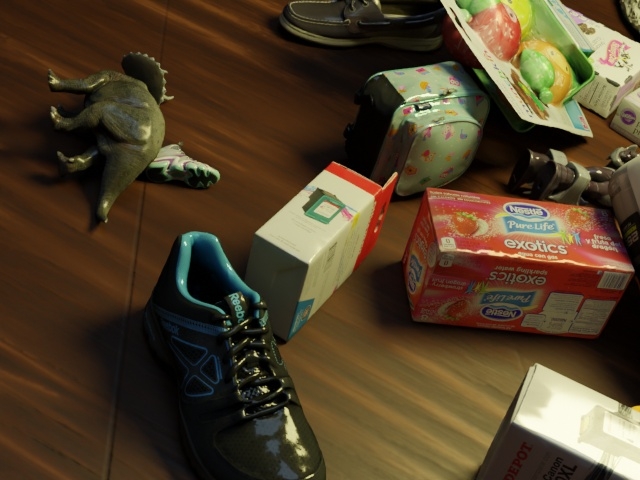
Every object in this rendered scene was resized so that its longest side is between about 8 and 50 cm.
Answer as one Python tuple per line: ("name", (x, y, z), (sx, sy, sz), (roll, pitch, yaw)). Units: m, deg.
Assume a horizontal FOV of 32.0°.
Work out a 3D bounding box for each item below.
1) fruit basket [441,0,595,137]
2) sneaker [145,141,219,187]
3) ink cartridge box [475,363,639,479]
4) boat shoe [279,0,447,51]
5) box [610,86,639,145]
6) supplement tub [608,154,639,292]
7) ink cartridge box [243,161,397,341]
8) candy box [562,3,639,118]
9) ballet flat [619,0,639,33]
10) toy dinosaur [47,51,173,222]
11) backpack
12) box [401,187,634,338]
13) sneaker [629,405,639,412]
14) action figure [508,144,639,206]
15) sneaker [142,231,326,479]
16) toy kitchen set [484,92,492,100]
("fruit basket", (0.279, -0.303, 1.657), (0.327, 0.165, 0.353), (59, 21, 17))
("sneaker", (-0.183, -0.108, 1.496), (0.098, 0.038, 0.069), (9, 42, -9))
("ink cartridge box", (0.286, 0.257, 1.140), (0.237, 0.172, 0.100), (26, 42, 11))
("boat shoe", (0.076, -0.375, 1.836), (0.285, 0.092, 0.102), (4, 42, -14))
("box", (0.614, -0.129, 1.759), (0.324, 0.063, 0.067), (39, 44, 24))
("supplement tub", (0.488, 0.040, 1.371), (0.194, 0.193, 0.315), (-5, 71, -23))
("ink cartridge box", (0.000, 0.000, 1.363), (0.078, 0.134, 0.231), (29, 42, 15))
("candy box", (0.448, -0.309, 1.900), (0.196, 0.070, 0.165), (33, 43, 19))
("ballet flat", (0.655, -0.397, 2.020), (0.147, 0.147, 0.408), (7, 41, -11))
("toy dinosaur", (-0.269, -0.157, 1.465), (0.160, 0.121, 0.313), (-8, 41, -7))
("backpack", (0.148, -0.160, 1.565), (0.188, 0.165, 0.144), (-23, 55, -32))
("box", (0.244, 0.030, 1.412), (0.257, 0.128, 0.122), (6, 41, -11))
("sneaker", (0.413, 0.261, 1.247), (0.215, 0.083, 0.084), (26, 40, 9))
("action figure", (0.429, -0.076, 1.623), (0.285, 0.099, 0.185), (7, 34, -16))
("sneaker", (-0.096, 0.137, 1.176), (0.125, 0.139, 0.340), (-12, 50, -32))
("toy kitchen set", (0.219, -0.223, 1.733), (0.075, 0.068, 0.083), (28, 43, 13))
